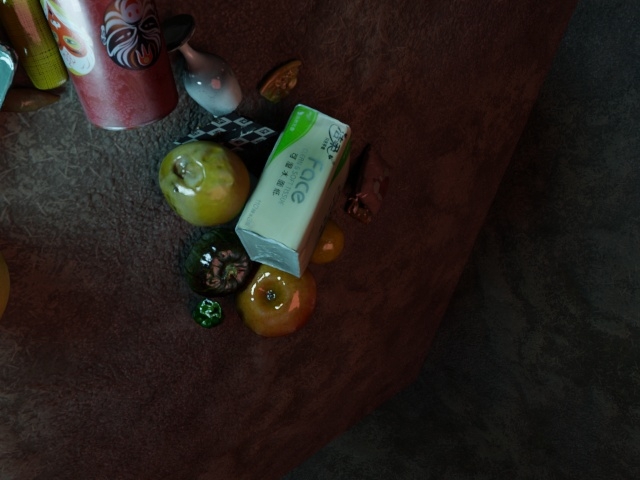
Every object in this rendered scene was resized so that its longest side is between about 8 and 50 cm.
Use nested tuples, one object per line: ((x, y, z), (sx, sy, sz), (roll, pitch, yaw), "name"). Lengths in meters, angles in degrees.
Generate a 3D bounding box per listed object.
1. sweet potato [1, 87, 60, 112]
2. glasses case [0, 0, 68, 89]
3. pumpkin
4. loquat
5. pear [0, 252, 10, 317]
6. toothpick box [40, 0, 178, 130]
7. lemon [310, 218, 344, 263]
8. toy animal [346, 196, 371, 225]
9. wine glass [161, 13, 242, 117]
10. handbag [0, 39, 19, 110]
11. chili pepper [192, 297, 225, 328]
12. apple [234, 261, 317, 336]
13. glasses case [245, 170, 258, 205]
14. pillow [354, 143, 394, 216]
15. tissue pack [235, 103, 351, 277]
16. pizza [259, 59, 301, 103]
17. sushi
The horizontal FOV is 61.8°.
((-0.618, -0.273, 1.044), (0.218, 0.051, 0.065), (-21, 176, -39), "sweet potato")
((-0.548, -0.394, 1.003), (0.079, 0.064, 0.234), (-26, 140, -21), "glasses case")
((-0.310, 0.075, 1.677), (0.238, 0.159, 0.237), (-27, 138, -27), "pumpkin")
((-0.301, -0.150, 1.416), (0.244, 0.244, 0.243), (-32, 143, -29), "loquat")
((-0.757, 0.090, 0.961), (0.348, 0.348, 0.348), (-32, 143, -29), "pear")
((-0.412, -0.409, 1.040), (0.204, 0.204, 0.333), (-33, 144, -28), "toothpick box")
((0.000, 0.000, 1.986), (0.178, 0.178, 0.203), (-59, 160, 10), "lemon")
((0.163, -0.125, 2.181), (0.099, 0.057, 0.241), (-58, 148, 9), "toy animal")
((-0.285, -0.408, 1.274), (0.126, 0.126, 0.241), (-48, 146, -8), "wine glass")
((-0.688, -0.233, 0.915), (0.239, 0.089, 0.326), (20, 107, -36), "handbag")
((-0.358, 0.239, 1.738), (0.083, 0.099, 0.253), (-60, -170, -20), "chili pepper")
((-0.156, 0.185, 1.844), (0.299, 0.299, 0.275), (-48, 172, -8), "apple")
((-0.206, -0.143, 1.689), (0.092, 0.059, 0.233), (-51, 149, 1), "glasses case")
((0.207, -0.228, 2.074), (0.236, 0.084, 0.223), (34, 72, -56), "pillow")
((-0.065, -0.129, 1.572), (0.331, 0.205, 0.404), (94, 19, -74), "tissue pack")
((-0.110, -0.451, 1.535), (0.160, 0.036, 0.099), (-41, 146, -18), "pizza")
((-0.252, -0.296, 1.428), (0.215, 0.050, 0.192), (-17, 165, 31), "sushi")
